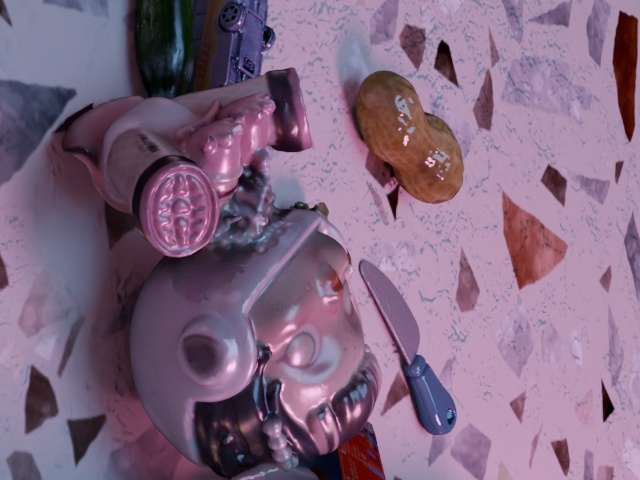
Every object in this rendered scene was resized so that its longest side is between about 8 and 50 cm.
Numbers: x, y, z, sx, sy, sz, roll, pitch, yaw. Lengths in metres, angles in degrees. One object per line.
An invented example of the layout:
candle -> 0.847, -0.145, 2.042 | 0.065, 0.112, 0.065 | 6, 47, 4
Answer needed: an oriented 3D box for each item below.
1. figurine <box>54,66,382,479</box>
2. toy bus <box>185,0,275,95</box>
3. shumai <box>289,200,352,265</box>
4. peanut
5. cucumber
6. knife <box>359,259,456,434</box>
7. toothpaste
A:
figurine -> -0.073, 0.036, 1.545 | 0.253, 0.211, 0.361 | -36, 116, -38
toy bus -> -0.093, -0.162, 1.656 | 0.064, 0.075, 0.190 | 32, 61, -53
shumai -> 0.000, 0.000, 1.791 | 0.083, 0.082, 0.080 | 80, 26, -51
peanut -> 0.100, -0.116, 1.941 | 0.193, 0.089, 0.089 | 49, 49, -44
cucumber -> -0.144, -0.217, 1.606 | 0.056, 0.056, 0.250 | 4, 83, -56
knife -> 0.099, 0.116, 1.977 | 0.058, 0.032, 0.244 | -48, 122, -44
toothpaste -> 0.014, 0.227, 1.622 | 0.066, 0.076, 0.320 | 38, 7, -8
